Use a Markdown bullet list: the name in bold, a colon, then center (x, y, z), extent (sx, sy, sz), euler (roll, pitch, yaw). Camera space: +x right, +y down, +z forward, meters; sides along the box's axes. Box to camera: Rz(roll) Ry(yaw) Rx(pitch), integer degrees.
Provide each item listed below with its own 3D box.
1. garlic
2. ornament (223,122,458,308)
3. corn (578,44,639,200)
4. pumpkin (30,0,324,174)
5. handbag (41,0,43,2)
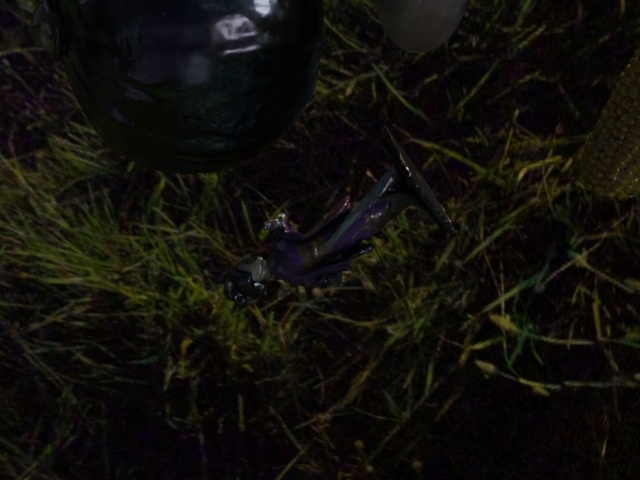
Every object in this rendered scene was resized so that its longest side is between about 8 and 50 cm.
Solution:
- **garlic**: center (0.108, -0.241, 0.643), extent (0.091, 0.198, 0.128), euler (25, 58, 13)
- **ornament**: center (-0.002, -0.007, 0.566), extent (0.203, 0.081, 0.088), euler (-27, 36, 11)
- **corn**: center (0.410, -0.188, 0.805), extent (0.115, 0.115, 0.317), euler (46, 132, 29)
- **pumpkin**: center (-0.147, -0.210, 0.651), extent (0.239, 0.315, 0.315), euler (-15, 57, -28)
- **handbag**: center (-0.332, -0.395, 1.000), extent (0.171, 0.298, 0.151), euler (-20, 59, 20)
